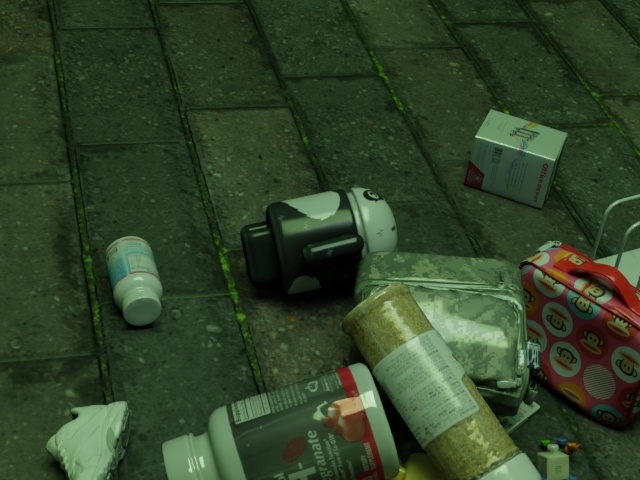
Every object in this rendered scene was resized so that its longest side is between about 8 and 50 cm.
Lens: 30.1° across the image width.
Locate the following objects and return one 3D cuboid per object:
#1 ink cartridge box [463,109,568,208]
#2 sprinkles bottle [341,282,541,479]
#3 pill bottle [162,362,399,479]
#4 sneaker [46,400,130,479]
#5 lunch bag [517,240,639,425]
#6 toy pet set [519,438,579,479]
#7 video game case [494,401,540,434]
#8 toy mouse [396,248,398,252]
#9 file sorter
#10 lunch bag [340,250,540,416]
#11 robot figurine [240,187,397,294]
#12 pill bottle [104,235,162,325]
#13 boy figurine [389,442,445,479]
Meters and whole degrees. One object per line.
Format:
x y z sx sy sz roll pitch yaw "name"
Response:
0.411 -0.171 2.495 0.176 0.128 0.127 20 39 13 "ink cartridge box"
0.172 0.234 1.727 0.121 0.121 0.355 -23 70 -34 "sprinkles bottle"
-0.059 0.305 1.724 0.319 0.176 0.176 -18 42 -4 "pill bottle"
-0.353 0.329 1.761 0.115 0.090 0.232 1 29 2 "sneaker"
0.447 0.142 1.993 0.120 0.258 0.293 -28 51 -37 "lunch bag"
0.359 0.360 1.879 0.122 0.065 0.114 -2 4 -17 "toy pet set"
0.297 0.284 1.985 0.087 0.011 0.122 35 45 30 "video game case"
0.109 0.044 2.241 0.161 0.031 0.143 -24 48 -35 "toy mouse"
0.663 0.056 2.216 0.193 0.173 0.277 -14 43 -25 "file sorter"
0.193 0.167 1.928 0.305 0.212 0.256 6 34 3 "lunch bag"
-0.001 -0.003 2.144 0.278 0.173 0.209 -11 51 -6 "robot figurine"
-0.324 0.072 2.080 0.087 0.087 0.160 -5 40 -16 "pill bottle"
0.171 0.379 1.776 0.177 0.092 0.285 19 40 13 "boy figurine"
